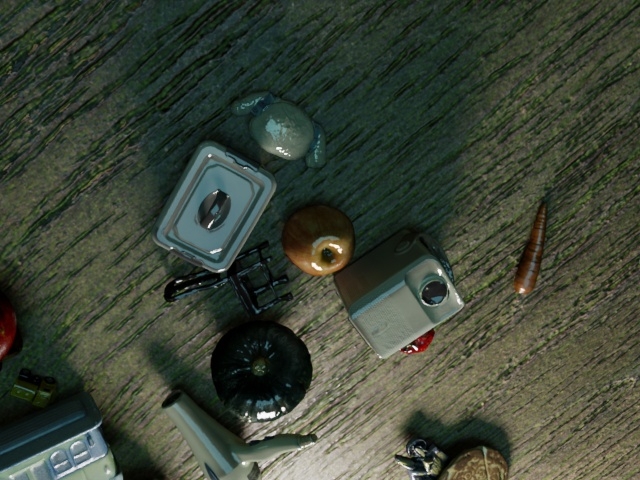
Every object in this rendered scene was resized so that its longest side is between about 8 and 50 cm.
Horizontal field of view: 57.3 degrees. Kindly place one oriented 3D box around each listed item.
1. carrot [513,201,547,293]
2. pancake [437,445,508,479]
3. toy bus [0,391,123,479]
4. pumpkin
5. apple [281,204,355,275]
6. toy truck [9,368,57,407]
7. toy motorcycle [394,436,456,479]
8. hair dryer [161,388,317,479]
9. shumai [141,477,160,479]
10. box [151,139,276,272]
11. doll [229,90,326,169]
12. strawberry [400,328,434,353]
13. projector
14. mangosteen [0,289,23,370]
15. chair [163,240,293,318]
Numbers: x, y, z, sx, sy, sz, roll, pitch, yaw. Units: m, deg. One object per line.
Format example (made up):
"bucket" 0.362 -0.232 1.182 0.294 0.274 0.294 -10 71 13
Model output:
"carrot" 0.476 0.019 1.304 0.048 0.048 0.216 9 103 -13
"pancake" 0.370 0.624 1.467 0.250 0.031 0.250 -10 115 -22
"toy bus" -0.576 0.459 1.158 0.312 0.152 0.190 -21 113 -27
"pumpkin" -0.121 0.264 1.200 0.211 0.212 0.152 -6 144 -8
"apple" 0.000 0.000 1.163 0.146 0.131 0.146 -6 112 -14
"toy truck" -0.589 0.308 1.205 0.083 0.054 0.049 27 102 -18
"toy motorcycle" 0.257 0.556 1.437 0.193 0.061 0.124 36 93 -27
"hair dryer" -0.197 0.408 1.253 0.296 0.119 0.298 37 122 -8
"shumai" -0.367 0.659 1.256 0.304 0.309 0.263 3 99 28
"box" -0.200 -0.068 1.105 0.162 0.130 0.227 28 101 -17
"doll" -0.070 -0.210 1.109 0.214 0.071 0.103 30 103 -22
"strawberry" 0.207 0.200 1.293 0.106 0.106 0.106 -3 109 -9
"projector" 0.164 0.099 1.202 0.242 0.177 0.163 -34 113 1
"mangosteen" -0.662 0.180 1.084 0.215 0.215 0.257 -22 142 -2
"chair" -0.184 0.099 1.180 0.229 0.106 0.113 -24 109 0
